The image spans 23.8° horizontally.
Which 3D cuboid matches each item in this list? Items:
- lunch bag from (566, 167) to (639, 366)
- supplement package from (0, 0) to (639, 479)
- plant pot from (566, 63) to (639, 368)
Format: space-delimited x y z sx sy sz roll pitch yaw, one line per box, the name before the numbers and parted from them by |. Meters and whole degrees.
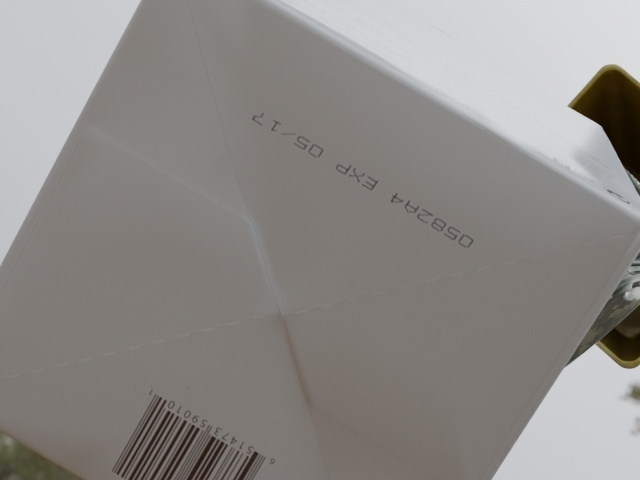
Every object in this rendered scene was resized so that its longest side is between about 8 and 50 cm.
lunch bag | 0.097 0.032 1.149 0.256 0.213 0.305 17 -50 -42
supplement package | 0.000 0.000 0.675 0.199 0.198 0.263 31 14 0
plant pot | 0.295 -0.008 1.488 0.212 0.212 0.187 42 0 17
